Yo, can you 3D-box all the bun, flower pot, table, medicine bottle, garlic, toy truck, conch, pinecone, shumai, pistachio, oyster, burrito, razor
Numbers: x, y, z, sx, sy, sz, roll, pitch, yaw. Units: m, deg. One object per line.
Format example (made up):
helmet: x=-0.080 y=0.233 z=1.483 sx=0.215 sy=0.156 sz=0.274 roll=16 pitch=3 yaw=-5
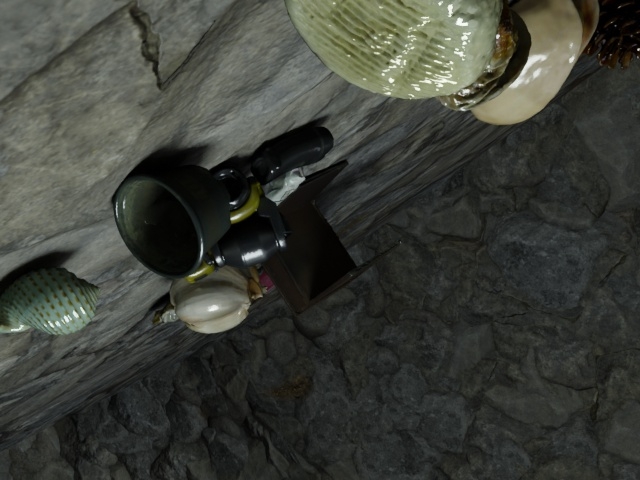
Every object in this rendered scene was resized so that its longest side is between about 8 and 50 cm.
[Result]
bun: x=0.071 y=-0.241 z=0.599 sx=0.134 sy=0.220 sz=0.220 roll=-62 pitch=-177 yaw=-20
flower pot: x=-0.199 y=-0.036 z=0.916 sx=0.157 sy=0.157 sz=0.107 roll=-39 pitch=-179 yaw=39
table: x=0.000 y=0.000 z=1.564 sx=0.196 sy=0.250 sz=0.282 roll=-27 pitch=172 yaw=-36
medicine bottle: x=-0.140 y=0.098 z=2.222 sx=0.217 sy=0.090 sz=0.090 roll=-39 pitch=171 yaw=33
garlic: x=-0.262 y=0.113 z=1.534 sx=0.203 sy=0.184 sz=0.281 roll=-21 pitch=-163 yaw=13
toy truck: x=-0.173 y=-0.009 z=1.084 sx=0.224 sy=0.165 sz=0.147 roll=-32 pitch=173 yaw=-8
conch: x=-0.415 y=0.090 z=0.971 sx=0.153 sy=0.102 sz=0.135 roll=5 pitch=171 yaw=-18
pinecone: x=0.706 y=-0.500 z=1.524 sx=0.208 sy=0.207 sz=0.208 roll=-32 pitch=173 yaw=-5
shumai: x=0.173 y=-0.238 z=0.737 sx=0.145 sy=0.145 sz=0.116 roll=-33 pitch=152 yaw=2
pistachio: x=0.389 y=-0.344 z=1.220 sx=0.187 sy=0.187 sz=0.299 roll=-27 pitch=166 yaw=-39
oyster: x=-0.362 y=0.161 z=1.740 sx=0.223 sy=0.083 sz=0.214 roll=-26 pitch=168 yaw=-9
burrito: x=-0.096 y=-0.095 z=1.269 sx=0.203 sy=0.064 sz=0.064 roll=-39 pitch=171 yaw=35
razor: x=-0.052 y=-0.149 z=1.122 sx=0.148 sy=0.054 sz=0.090 roll=-28 pitch=171 yaw=-30

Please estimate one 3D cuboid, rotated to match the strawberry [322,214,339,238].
strawberry: x=-0.026 y=0.007 z=1.842 sx=0.187 sy=0.184 sz=0.201 roll=-6 pitch=123 yaw=-23
